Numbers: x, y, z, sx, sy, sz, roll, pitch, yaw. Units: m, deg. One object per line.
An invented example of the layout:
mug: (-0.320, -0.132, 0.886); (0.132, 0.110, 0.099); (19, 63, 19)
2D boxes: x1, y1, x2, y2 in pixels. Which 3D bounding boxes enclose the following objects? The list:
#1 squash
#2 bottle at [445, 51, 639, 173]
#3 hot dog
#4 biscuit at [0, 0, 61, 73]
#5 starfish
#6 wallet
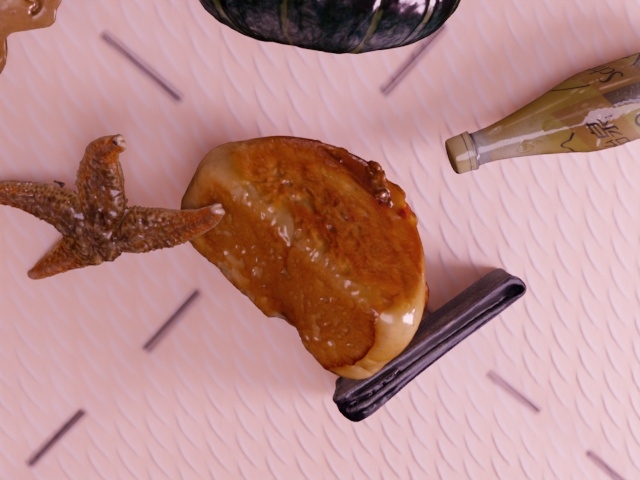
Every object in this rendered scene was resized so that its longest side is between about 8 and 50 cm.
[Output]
squash: (0.005, -0.251, 1.368); (0.252, 0.252, 0.165); (4, 105, -14)
bottle: (0.254, -0.124, 1.560); (0.270, 0.083, 0.083); (-18, 113, -4)
hot dog: (0.000, 0.000, 1.506); (0.257, 0.153, 0.150); (42, 132, 5)
biscuit: (-0.360, -0.216, 1.421); (0.249, 0.035, 0.184); (-22, 114, -2)
starfish: (-0.211, -0.036, 1.475); (0.247, 0.050, 0.138); (-17, 125, 28)
wallet: (0.105, 0.101, 1.576); (0.222, 0.167, 0.036); (-37, 90, 3)
